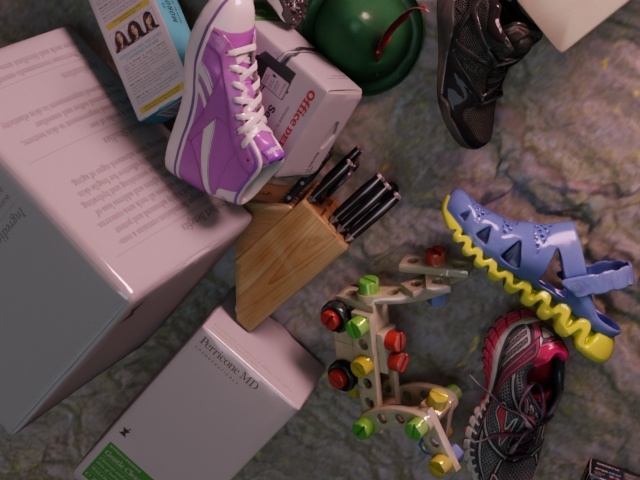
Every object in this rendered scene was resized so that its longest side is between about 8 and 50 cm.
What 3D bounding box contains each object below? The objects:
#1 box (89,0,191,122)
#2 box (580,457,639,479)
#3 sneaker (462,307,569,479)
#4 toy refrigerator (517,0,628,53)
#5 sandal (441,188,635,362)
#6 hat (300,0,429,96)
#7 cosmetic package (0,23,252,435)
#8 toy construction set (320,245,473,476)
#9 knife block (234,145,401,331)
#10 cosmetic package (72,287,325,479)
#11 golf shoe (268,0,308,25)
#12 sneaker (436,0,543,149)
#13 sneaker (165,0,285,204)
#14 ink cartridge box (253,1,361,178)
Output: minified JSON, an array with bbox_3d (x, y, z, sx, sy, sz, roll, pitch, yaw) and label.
[{"bbox_3d":[-0.241,-0.290,1.892,0.100,0.060,0.244,-28,79,25],"label":"box"},{"bbox_3d":[0.476,0.441,2.065,0.220,0.051,0.175,19,116,7],"label":"box"},{"bbox_3d":[0.282,0.252,1.978,0.121,0.112,0.299,-11,117,-26],"label":"sneaker"},{"bbox_3d":[0.382,-0.361,1.733,0.269,0.094,0.102,-39,92,24],"label":"toy refrigerator"},{"bbox_3d":[0.307,0.024,1.908,0.317,0.126,0.138,37,102,-6],"label":"sandal"},{"bbox_3d":[0.041,-0.263,1.811,0.173,0.183,0.208,25,116,4],"label":"hat"},{"bbox_3d":[-0.383,-0.023,1.899,0.393,0.329,0.327,47,122,4],"label":"cosmetic package"},{"bbox_3d":[0.118,0.163,1.988,0.215,0.151,0.327,15,109,36],"label":"toy construction set"},{"bbox_3d":[0.000,0.000,1.984,0.242,0.088,0.275,6,112,14],"label":"knife block"},{"bbox_3d":[-0.187,0.274,2.115,0.197,0.155,0.365,40,117,-1],"label":"cosmetic package"},{"bbox_3d":[-0.089,-0.372,1.870,0.094,0.077,0.198,-23,98,33],"label":"golf shoe"},{"bbox_3d":[0.223,-0.224,1.816,0.130,0.087,0.227,14,114,40],"label":"sneaker"},{"bbox_3d":[-0.096,-0.180,1.792,0.161,0.102,0.282,30,124,26],"label":"sneaker"},{"bbox_3d":[-0.067,-0.204,1.876,0.208,0.087,0.153,43,118,23],"label":"ink cartridge box"}]
